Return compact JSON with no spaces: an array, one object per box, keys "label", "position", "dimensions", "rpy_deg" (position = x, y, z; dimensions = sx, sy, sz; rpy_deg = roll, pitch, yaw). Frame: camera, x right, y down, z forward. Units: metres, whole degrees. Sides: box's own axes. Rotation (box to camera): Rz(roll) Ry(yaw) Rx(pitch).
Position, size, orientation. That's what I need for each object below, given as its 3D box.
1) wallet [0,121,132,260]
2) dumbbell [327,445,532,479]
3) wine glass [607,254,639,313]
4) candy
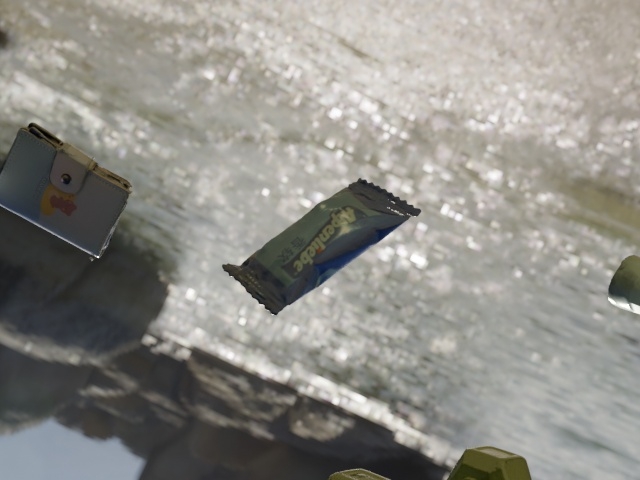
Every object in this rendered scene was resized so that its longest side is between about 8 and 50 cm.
[{"label":"wallet","position":[-0.442,-0.087,2.209],"dimensions":[0.231,0.170,0.069],"rpy_deg":[30,-158,2]},{"label":"dumbbell","position":[0.128,0.317,1.524],"dimensions":[0.302,0.108,0.121],"rpy_deg":[-2,-172,-40]},{"label":"wine glass","position":[0.450,0.081,1.639],"dimensions":[0.155,0.073,0.073],"rpy_deg":[30,175,40]},{"label":"candy","position":[0.000,0.000,2.290],"dimensions":[0.187,0.331,0.077],"rpy_deg":[35,156,45]}]
